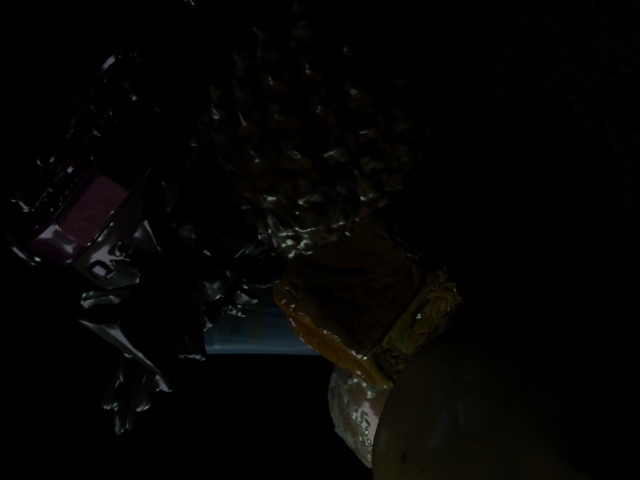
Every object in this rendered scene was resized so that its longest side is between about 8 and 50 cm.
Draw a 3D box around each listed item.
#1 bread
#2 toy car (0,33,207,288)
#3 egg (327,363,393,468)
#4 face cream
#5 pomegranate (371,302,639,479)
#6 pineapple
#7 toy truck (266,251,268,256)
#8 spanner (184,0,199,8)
[{"bbox_3d":[0.051,0.057,1.818,0.143,0.158,0.149,39,168,25],"label":"bread"},{"bbox_3d":[-0.206,-0.066,2.002,0.240,0.271,0.340,35,-161,-19],"label":"toy car"},{"bbox_3d":[0.112,0.199,2.194,0.203,0.203,0.245,36,164,45],"label":"egg"},{"bbox_3d":[-0.025,0.080,1.925,0.385,0.135,0.086,8,176,-31],"label":"face cream"},{"bbox_3d":[0.181,0.197,1.380,0.319,0.319,0.319,42,173,6],"label":"pomegranate"},{"bbox_3d":[-0.067,-0.015,1.249,0.169,0.340,0.169,39,170,8],"label":"pineapple"},{"bbox_3d":[-0.065,-0.052,1.894,0.092,0.083,0.192,41,155,7],"label":"toy truck"},{"bbox_3d":[-0.173,-0.282,1.564,0.046,0.012,0.208,36,172,47],"label":"spanner"}]
